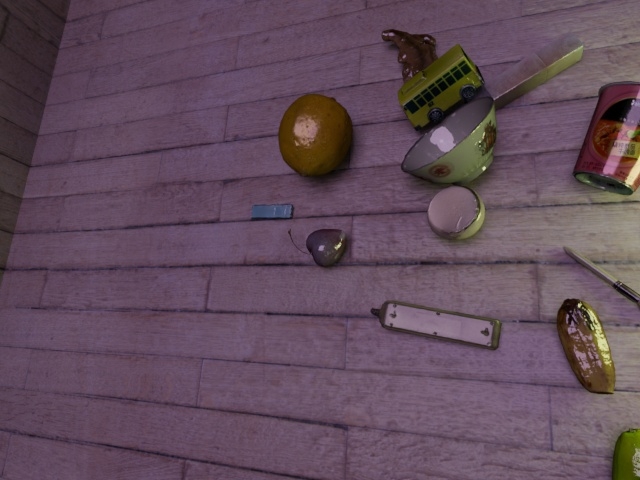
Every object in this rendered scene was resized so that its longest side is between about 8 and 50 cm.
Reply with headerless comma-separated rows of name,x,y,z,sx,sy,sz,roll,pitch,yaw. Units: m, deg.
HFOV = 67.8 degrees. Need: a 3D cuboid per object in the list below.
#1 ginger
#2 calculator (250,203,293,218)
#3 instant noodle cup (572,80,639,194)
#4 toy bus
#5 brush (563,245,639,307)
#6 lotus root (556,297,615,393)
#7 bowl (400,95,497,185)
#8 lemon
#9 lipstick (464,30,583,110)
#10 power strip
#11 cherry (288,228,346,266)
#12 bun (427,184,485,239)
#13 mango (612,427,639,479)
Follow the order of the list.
ginger,0.352,-0.639,1.692,0.166,0.080,0.333,-21,66,-2
calculator,-0.181,-0.109,1.778,0.172,0.018,0.057,0,73,22
instant noodle cup,0.837,-0.270,1.316,0.244,0.244,0.255,25,94,26
toy bus,0.380,-0.497,1.553,0.262,0.150,0.128,-33,32,29
brush,0.799,0.111,1.313,0.039,0.042,0.299,-49,60,3
lotus root,0.703,0.280,1.266,0.110,0.097,0.258,-17,76,24
bowl,0.428,-0.275,1.474,0.337,0.337,0.157,-43,105,5
lemon,-0.022,-0.359,1.654,0.258,0.258,0.310,10,76,24
lipstick,0.649,-0.523,1.534,0.371,0.080,0.076,-30,65,11
power strip,0.338,0.250,1.441,0.387,0.066,0.092,8,79,21
cherry,0.004,-0.005,1.622,0.148,0.115,0.188,-46,56,25
bun,0.421,-0.080,1.471,0.173,0.120,0.173,-10,67,26
mango,0.771,0.574,1.141,0.125,0.111,0.233,-3,75,26
